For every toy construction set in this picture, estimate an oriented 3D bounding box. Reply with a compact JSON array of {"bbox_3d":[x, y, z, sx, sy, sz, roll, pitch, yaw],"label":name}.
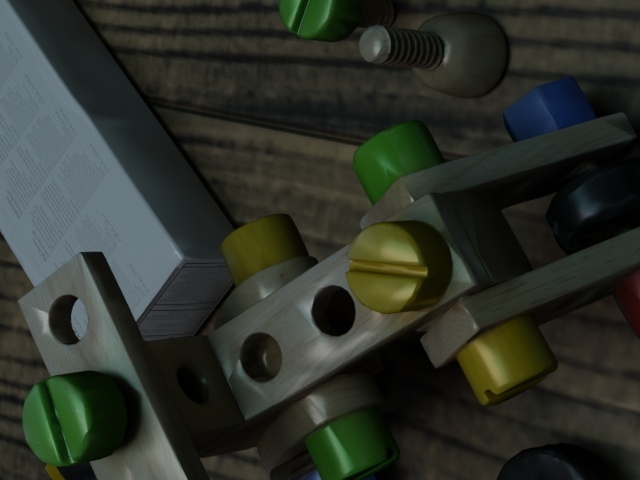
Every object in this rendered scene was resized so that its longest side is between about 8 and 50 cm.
[{"bbox_3d":[0.000,0.000,0.660,0.257,0.237,0.308,-6,87,40],"label":"toy construction set"}]

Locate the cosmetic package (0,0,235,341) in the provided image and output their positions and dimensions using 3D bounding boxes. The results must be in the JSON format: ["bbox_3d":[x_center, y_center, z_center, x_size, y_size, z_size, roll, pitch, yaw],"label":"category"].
[{"bbox_3d":[-0.139,-0.043,0.893,0.099,0.060,0.239,-50,60,27],"label":"cosmetic package"}]
